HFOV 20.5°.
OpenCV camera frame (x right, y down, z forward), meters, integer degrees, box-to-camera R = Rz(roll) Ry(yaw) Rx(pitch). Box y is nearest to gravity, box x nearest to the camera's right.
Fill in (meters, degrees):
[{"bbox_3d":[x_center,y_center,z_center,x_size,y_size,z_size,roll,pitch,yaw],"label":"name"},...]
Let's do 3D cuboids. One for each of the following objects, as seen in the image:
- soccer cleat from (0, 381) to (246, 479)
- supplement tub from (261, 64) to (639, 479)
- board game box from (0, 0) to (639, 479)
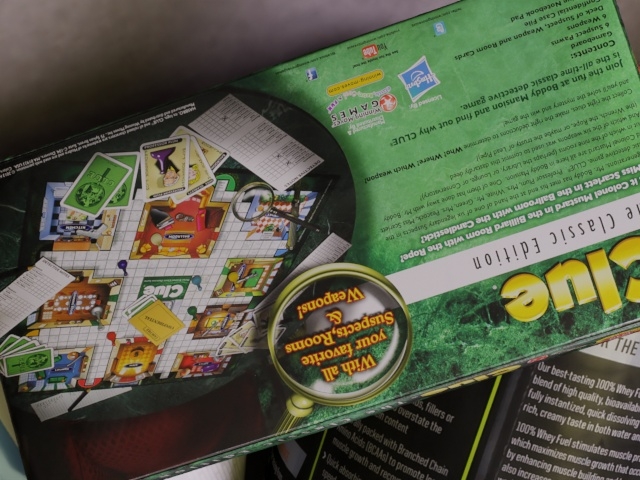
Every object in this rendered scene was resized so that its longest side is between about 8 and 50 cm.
[{"bbox_3d":[-0.178,0.054,0.716,0.331,0.116,0.143,24,77,-23],"label":"soccer cleat"},{"bbox_3d":[0.082,0.079,0.759,0.193,0.193,0.316,11,106,-23],"label":"supplement tub"},{"bbox_3d":[0.000,0.000,0.653,0.259,0.030,0.136,-18,77,10],"label":"board game box"}]
